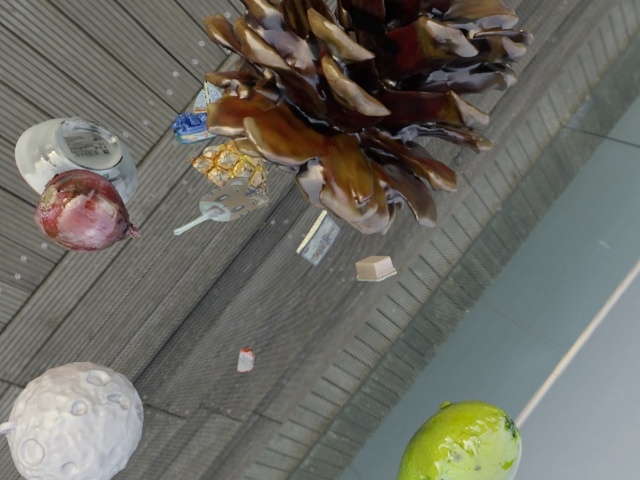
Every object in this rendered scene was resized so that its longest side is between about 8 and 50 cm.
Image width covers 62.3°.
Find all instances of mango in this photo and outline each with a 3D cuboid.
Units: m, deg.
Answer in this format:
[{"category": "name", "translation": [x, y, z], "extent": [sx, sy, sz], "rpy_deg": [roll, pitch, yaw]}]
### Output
[{"category": "mango", "translation": [0.146, 0.246, 0.594], "extent": [0.119, 0.100, 0.178], "rpy_deg": [20, 122, -17]}]

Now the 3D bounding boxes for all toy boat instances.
[{"category": "toy boat", "translation": [-0.226, -0.273, 1.095], "extent": [0.174, 0.091, 0.110], "rpy_deg": [-22, 129, -23]}]

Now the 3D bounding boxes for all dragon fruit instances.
[{"category": "dragon fruit", "translation": [-0.249, 0.401, 1.789], "extent": [0.056, 0.060, 0.083], "rpy_deg": [6, 100, -2]}]

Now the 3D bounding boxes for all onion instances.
[{"category": "onion", "translation": [-0.427, -0.043, 0.998], "extent": [0.195, 0.159, 0.160], "rpy_deg": [35, 91, -44]}]

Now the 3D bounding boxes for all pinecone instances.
[{"category": "pinecone", "translation": [0.075, -0.216, 0.584], "extent": [0.384, 0.384, 0.385], "rpy_deg": [-17, 123, -28]}]

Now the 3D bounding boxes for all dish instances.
[{"category": "dish", "translation": [-0.520, -0.191, 1.172], "extent": [0.260, 0.260, 0.085], "rpy_deg": [7, 143, -38]}]

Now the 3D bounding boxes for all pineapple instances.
[{"category": "pineapple", "translation": [-0.209, -0.204, 1.555], "extent": [0.158, 0.161, 0.334], "rpy_deg": [-46, 158, 8]}]

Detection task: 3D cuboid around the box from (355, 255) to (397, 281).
[{"category": "box", "translation": [0.174, 0.089, 1.701], "extent": [0.089, 0.122, 0.062], "rpy_deg": [-21, 99, -33]}]

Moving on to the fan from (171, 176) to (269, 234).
[{"category": "fan", "translation": [-0.228, -0.064, 1.144], "extent": [0.226, 0.008, 0.152], "rpy_deg": [-26, 155, 13]}]

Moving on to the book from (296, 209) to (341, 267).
[{"category": "book", "translation": [0.001, 0.001, 1.714], "extent": [0.158, 0.026, 0.231], "rpy_deg": [-56, 162, -4]}]

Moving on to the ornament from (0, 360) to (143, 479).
[{"category": "ornament", "translation": [-0.635, 0.489, 1.407], "extent": [0.336, 0.337, 0.337], "rpy_deg": [-17, 123, -28]}]
